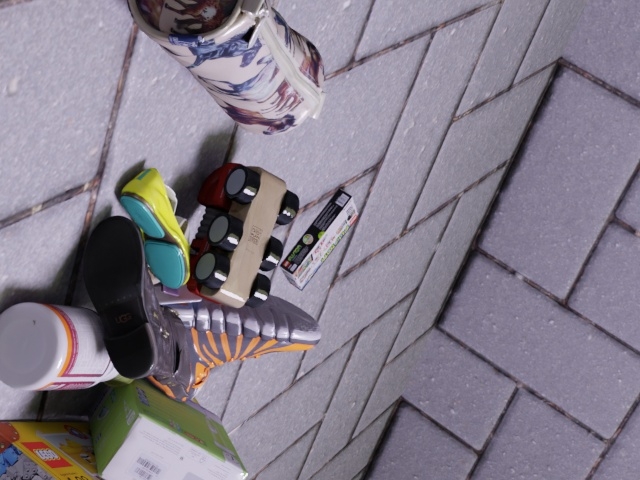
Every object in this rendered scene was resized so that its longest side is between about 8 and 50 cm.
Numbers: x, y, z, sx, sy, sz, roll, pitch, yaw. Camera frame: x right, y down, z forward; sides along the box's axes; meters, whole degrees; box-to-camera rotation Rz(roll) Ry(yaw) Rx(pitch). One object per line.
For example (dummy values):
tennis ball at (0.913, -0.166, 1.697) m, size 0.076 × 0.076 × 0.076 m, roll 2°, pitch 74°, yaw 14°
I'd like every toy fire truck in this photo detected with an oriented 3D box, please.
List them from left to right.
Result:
toy fire truck at (-0.162, -0.006, 1.970) m, size 0.158 × 0.246 × 0.217 m, roll 27°, pitch 77°, yaw -40°

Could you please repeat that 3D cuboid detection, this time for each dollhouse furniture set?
dollhouse furniture set at (-0.294, 0.046, 1.916) m, size 0.081 × 0.091 × 0.114 m, roll -21°, pitch 154°, yaw 33°

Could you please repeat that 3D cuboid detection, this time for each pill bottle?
pill bottle at (-0.367, 0.153, 1.733) m, size 0.121 × 0.121 × 0.221 m, roll -58°, pitch 162°, yaw 5°

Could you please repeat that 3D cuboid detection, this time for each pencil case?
pencil case at (-0.107, -0.263, 1.595) m, size 0.160 × 0.183 × 0.410 m, roll -56°, pitch 162°, yaw -2°

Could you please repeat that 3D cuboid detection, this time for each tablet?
tablet at (-0.240, 0.087, 1.971) m, size 0.083 × 0.054 × 0.006 m, roll -3°, pitch 119°, yaw -24°

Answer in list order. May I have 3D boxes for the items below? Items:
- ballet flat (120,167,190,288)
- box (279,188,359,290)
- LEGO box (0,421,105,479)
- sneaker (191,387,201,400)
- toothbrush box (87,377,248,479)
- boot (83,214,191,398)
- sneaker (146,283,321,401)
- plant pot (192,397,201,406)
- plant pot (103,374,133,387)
ballet flat at (-0.233, -0.021, 1.819) m, size 0.077 × 0.077 × 0.231 m, roll -62°, pitch 153°, yaw -31°
box at (0.000, 0.000, 2.521) m, size 0.207 × 0.036 × 0.114 m, roll -52°, pitch 161°, yaw -11°
LEGO box at (-0.331, 0.473, 1.964) m, size 0.193 × 0.372 × 0.500 m, roll -57°, pitch 162°, yaw 2°
sneaker at (-0.235, 0.163, 2.136) m, size 0.293 × 0.102 × 0.146 m, roll -58°, pitch 155°, yaw -7°
toothbrush box at (-0.256, 0.331, 1.981) m, size 0.122 × 0.206 × 0.283 m, roll -56°, pitch -161°, yaw 3°
boot at (-0.263, 0.106, 1.813) m, size 0.229 × 0.091 × 0.263 m, roll 38°, pitch 41°, yaw -76°
sneaker at (-0.168, 0.181, 2.055) m, size 0.124 × 0.321 × 0.180 m, roll -110°, pitch -147°, yaw -62°
plant pot at (-0.271, 0.364, 2.360) m, size 0.134 × 0.095 × 0.134 m, roll -48°, pitch 159°, yaw -25°
plant pot at (-0.339, 0.183, 1.941) m, size 0.083 × 0.083 × 0.079 m, roll -53°, pitch 149°, yaw -9°
